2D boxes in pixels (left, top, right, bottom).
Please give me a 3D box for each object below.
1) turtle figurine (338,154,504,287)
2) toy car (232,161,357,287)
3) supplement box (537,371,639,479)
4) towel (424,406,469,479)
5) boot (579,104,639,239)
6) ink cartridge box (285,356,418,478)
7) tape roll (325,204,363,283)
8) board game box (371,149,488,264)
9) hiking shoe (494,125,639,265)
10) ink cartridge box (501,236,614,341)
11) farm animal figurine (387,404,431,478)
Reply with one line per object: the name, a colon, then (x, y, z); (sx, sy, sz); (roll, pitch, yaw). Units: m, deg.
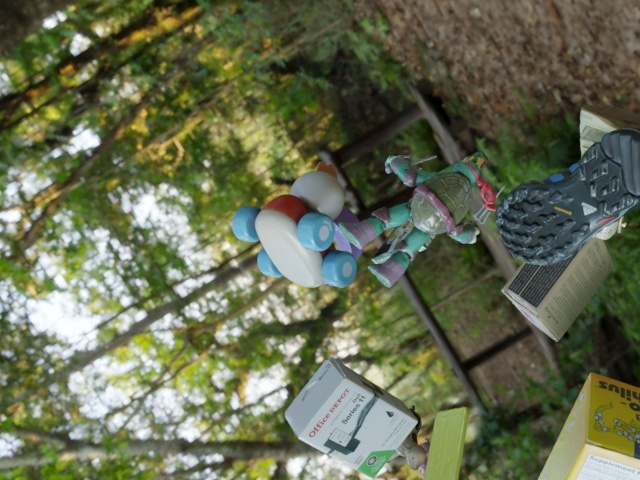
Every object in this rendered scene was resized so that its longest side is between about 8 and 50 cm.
turtle figurine: (0.150, -0.049, 1.260); (0.175, 0.234, 0.118); (51, 172, 0)
toy car: (-0.011, -0.049, 1.824); (0.219, 0.238, 0.210); (7, 141, 41)
supplement box: (0.539, 0.462, 1.693); (0.195, 0.194, 0.357); (-63, -12, -54)
towel: (0.174, 0.360, 1.279); (0.021, 0.237, 0.102); (17, 161, -14)
boot: (0.486, -0.089, 1.435); (0.262, 0.095, 0.204); (-124, 34, -59)
ink cartridge box: (0.059, 0.342, 1.718); (0.208, 0.153, 0.087); (35, -175, -29)
tape roll: (0.000, 0.000, 2.047); (0.189, 0.189, 0.080); (58, -144, -12)
board game box: (0.201, -0.058, 1.627); (0.030, 0.260, 0.136); (46, 146, -10)
hiking shoe: (0.343, -0.052, 1.120); (0.304, 0.132, 0.113); (-36, 75, 60)
ink cartridge box: (0.454, 0.070, 1.691); (0.088, 0.193, 0.234); (38, 180, 30)
farm animal figurine: (0.231, 0.571, 2.041); (0.326, 0.172, 0.330); (-31, -96, -45)
